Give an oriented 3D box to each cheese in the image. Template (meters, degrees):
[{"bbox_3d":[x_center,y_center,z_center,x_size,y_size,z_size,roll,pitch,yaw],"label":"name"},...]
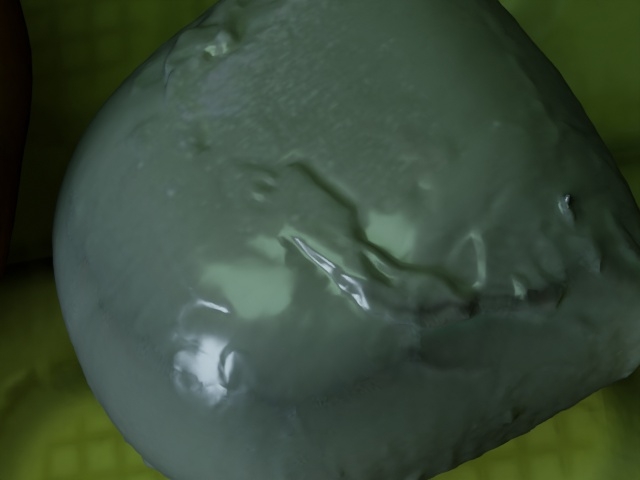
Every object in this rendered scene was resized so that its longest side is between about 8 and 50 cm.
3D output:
[{"bbox_3d":[0.000,0.000,0.658,0.189,0.154,0.198,-28,63,-14],"label":"cheese"}]

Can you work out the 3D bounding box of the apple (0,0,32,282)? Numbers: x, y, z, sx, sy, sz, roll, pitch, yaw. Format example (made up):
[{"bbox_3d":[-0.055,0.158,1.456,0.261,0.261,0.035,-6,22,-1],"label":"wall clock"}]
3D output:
[{"bbox_3d":[-0.282,-0.044,0.666,0.365,0.328,0.295,-11,34,23],"label":"apple"}]
